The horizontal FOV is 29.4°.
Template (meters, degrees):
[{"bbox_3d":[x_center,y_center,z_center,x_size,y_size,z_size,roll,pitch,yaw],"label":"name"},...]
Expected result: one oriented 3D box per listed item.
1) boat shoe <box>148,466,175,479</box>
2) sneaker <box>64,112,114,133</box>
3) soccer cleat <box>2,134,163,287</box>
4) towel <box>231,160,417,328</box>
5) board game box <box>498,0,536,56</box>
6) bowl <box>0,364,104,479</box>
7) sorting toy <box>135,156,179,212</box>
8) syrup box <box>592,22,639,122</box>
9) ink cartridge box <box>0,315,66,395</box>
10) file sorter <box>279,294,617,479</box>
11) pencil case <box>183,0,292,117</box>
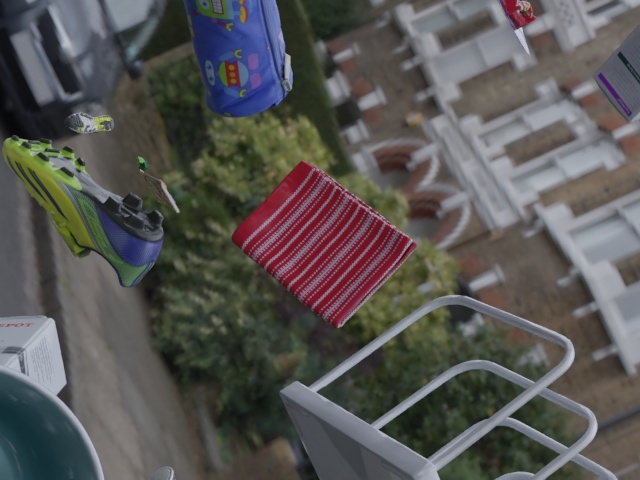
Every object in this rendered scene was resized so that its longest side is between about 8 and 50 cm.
[{"bbox_3d":[-0.233,0.379,1.714,0.038,0.046,0.125,46,55,-37],"label":"boat shoe"},{"bbox_3d":[-0.349,-0.170,1.824,0.083,0.035,0.031,0,78,-46],"label":"sneaker"},{"bbox_3d":[-0.333,-0.042,1.634,0.289,0.121,0.093,34,21,23],"label":"soccer cleat"},{"bbox_3d":[0.000,0.000,2.027,0.275,0.199,0.031,38,-11,32],"label":"towel"},{"bbox_3d":[0.297,-0.362,1.856,0.133,0.033,0.169,54,19,-28],"label":"board game box"},{"bbox_3d":[-0.378,0.264,1.210,0.312,0.311,0.163,65,-17,-7],"label":"bowl"},{"bbox_3d":[-0.222,-0.078,1.655,0.062,0.012,0.083,30,-25,45],"label":"sorting toy"},{"bbox_3d":[0.497,-0.277,1.701,0.096,0.093,0.237,58,-41,17],"label":"syrup box"},{"bbox_3d":[-0.562,0.238,1.896,0.307,0.223,0.129,-60,145,-66],"label":"ink cartridge box"},{"bbox_3d":[0.130,0.213,0.976,0.193,0.173,0.278,22,-40,58],"label":"file sorter"},{"bbox_3d":[-0.110,-0.298,1.576,0.306,0.133,0.119,80,31,-42],"label":"pencil case"}]
